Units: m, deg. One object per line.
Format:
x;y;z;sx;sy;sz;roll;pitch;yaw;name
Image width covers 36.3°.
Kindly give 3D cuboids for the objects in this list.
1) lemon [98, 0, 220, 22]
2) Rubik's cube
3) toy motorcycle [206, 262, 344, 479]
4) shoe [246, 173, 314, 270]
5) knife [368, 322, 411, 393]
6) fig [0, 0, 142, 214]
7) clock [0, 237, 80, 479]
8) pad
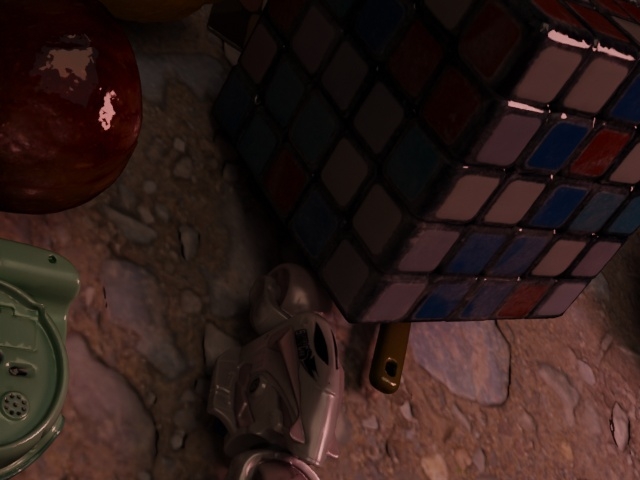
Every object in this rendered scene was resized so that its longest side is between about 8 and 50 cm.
-0.154;-0.262;0.858;0.187;0.142;0.142;17;53;-38;lemon
0.125;-0.122;0.856;0.293;0.287;0.292;5;40;-39;Rubik's cube
-0.023;0.119;0.746;0.112;0.112;0.254;29;45;-26;toy motorcycle
0.000;0.000;0.899;0.179;0.049;0.071;39;34;12;shoe
0.097;0.024;0.981;0.061;0.027;0.343;31;43;-14;knife
-0.232;-0.100;0.676;0.207;0.175;0.175;-4;66;-28;fig
-0.225;0.085;0.617;0.148;0.060;0.188;13;56;-37;clock
-0.038;-0.264;1.071;0.158;0.003;0.235;31;46;-24;pad
